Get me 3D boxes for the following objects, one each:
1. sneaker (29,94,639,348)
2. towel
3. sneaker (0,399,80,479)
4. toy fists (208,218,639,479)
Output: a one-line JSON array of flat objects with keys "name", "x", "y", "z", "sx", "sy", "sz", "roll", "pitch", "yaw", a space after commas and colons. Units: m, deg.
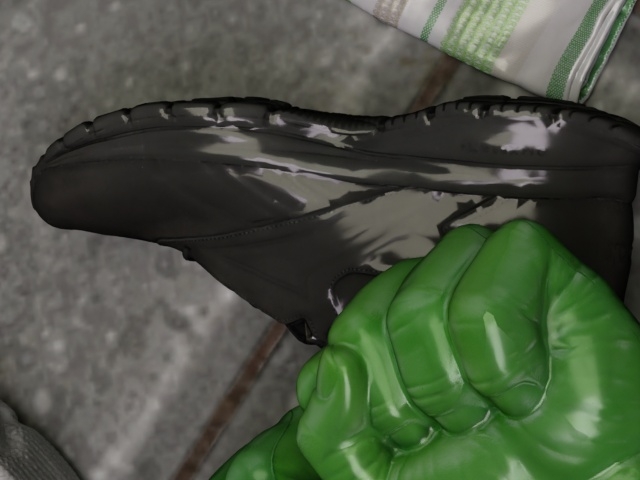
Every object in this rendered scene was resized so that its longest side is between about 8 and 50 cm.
[{"name": "sneaker", "x": 0.000, "y": 0.000, "z": 0.846, "sx": 0.286, "sy": 0.109, "sz": 0.130, "roll": 3, "pitch": 93, "yaw": 22}, {"name": "towel", "x": 0.076, "y": -0.139, "z": 0.877, "sx": 0.152, "sy": 0.023, "sz": 0.113, "roll": 28, "pitch": 91, "yaw": 19}, {"name": "sneaker", "x": -0.146, "y": 0.174, "z": 0.872, "sx": 0.126, "sy": 0.091, "sz": 0.240, "roll": -45, "pitch": 73, "yaw": 8}, {"name": "toy fists", "x": 0.031, "y": 0.107, "z": 0.769, "sx": 0.142, "sy": 0.096, "sz": 0.279, "roll": 49, "pitch": 132, "yaw": 15}]
